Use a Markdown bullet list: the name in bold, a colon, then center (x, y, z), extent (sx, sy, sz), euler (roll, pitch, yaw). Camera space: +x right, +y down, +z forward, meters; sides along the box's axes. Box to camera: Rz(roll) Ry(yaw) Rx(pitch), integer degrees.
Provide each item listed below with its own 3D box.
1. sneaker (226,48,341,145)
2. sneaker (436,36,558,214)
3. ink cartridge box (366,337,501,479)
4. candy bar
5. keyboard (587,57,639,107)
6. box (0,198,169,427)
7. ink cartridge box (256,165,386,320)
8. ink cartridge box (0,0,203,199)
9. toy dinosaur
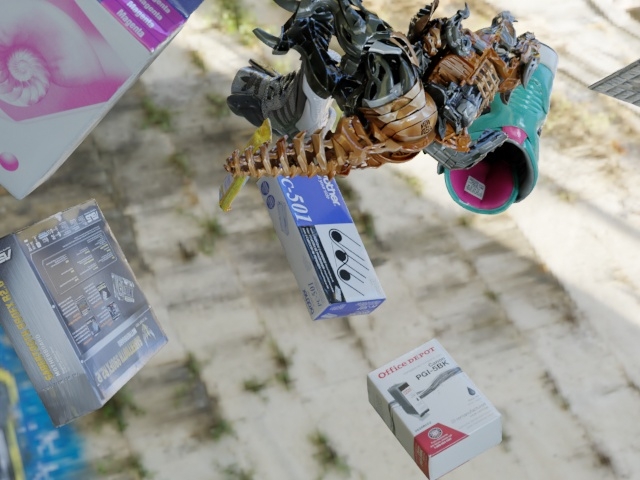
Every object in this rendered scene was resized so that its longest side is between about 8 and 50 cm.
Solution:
- **sneaker**: center (-0.055, -0.212, 1.648), extent (0.153, 0.101, 0.268), euler (27, -18, 5)
- **sneaker**: center (0.203, -0.109, 1.445), extent (0.295, 0.124, 0.178), euler (117, -9, -69)
- **ink cartridge box**: center (0.127, 0.190, 1.318), extent (0.135, 0.099, 0.056), euler (50, -21, 39)
- **candy bar**: center (-0.095, -0.090, 1.443), extent (0.161, 0.018, 0.040), euler (128, -38, -49)
- **keyboard**: center (0.328, -0.158, 1.109), extent (0.256, 0.072, 0.014), euler (152, -49, -84)
- **box**: center (-0.247, 0.064, 1.171), extent (0.183, 0.056, 0.231), euler (64, 12, -6)
- **ink cartridge box**: center (0.000, 0.000, 1.496), extent (0.046, 0.097, 0.207), euler (-45, -121, 43)
- **ink cartridge box**: center (-0.299, -0.247, 1.053), extent (0.324, 0.071, 0.330), euler (44, -56, -8)
- **toy dinosaur**: center (0.059, -0.147, 1.047), extent (0.164, 0.322, 0.218), euler (-37, -96, 44)
